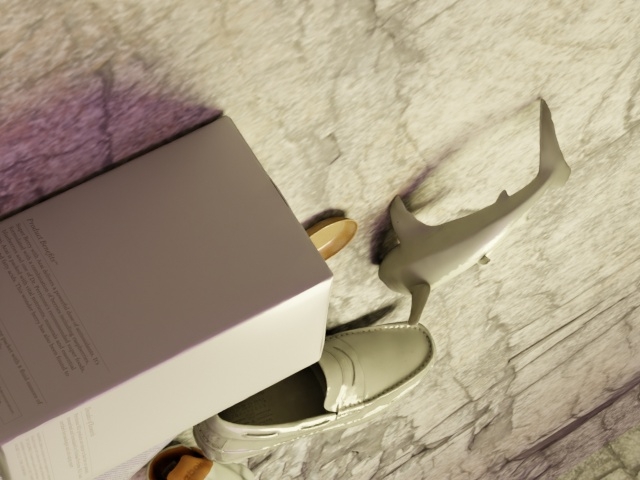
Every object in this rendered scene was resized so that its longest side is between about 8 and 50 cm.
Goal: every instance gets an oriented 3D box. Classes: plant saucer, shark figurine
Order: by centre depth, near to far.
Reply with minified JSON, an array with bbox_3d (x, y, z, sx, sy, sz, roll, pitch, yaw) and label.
[{"bbox_3d":[0.000,0.000,1.613,0.083,0.015,0.083,-29,158,-12],"label":"plant saucer"},{"bbox_3d":[0.138,-0.023,1.659,0.278,0.116,0.166,-36,-167,28],"label":"shark figurine"}]

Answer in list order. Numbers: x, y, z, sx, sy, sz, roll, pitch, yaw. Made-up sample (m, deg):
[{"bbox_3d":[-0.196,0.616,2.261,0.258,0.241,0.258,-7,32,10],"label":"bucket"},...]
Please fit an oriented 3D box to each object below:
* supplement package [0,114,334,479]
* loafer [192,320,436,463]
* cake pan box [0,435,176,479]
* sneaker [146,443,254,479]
[{"bbox_3d":[-0.160,0.062,1.301,0.293,0.177,0.175,-26,157,-16],"label":"supplement package"},{"bbox_3d":[0.003,0.170,1.846,0.319,0.112,0.111,-23,165,-23],"label":"loafer"},{"bbox_3d":[-0.277,0.219,1.533,0.246,0.070,0.267,-42,156,26],"label":"cake pan box"},{"bbox_3d":[-0.152,0.293,1.942,0.106,0.123,0.290,-53,-177,-14],"label":"sneaker"}]
